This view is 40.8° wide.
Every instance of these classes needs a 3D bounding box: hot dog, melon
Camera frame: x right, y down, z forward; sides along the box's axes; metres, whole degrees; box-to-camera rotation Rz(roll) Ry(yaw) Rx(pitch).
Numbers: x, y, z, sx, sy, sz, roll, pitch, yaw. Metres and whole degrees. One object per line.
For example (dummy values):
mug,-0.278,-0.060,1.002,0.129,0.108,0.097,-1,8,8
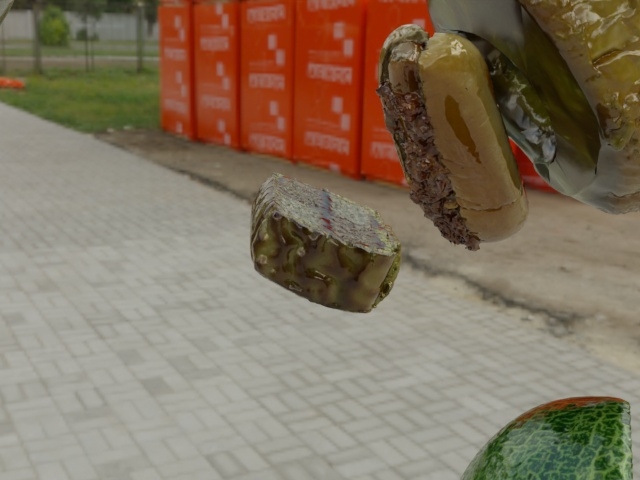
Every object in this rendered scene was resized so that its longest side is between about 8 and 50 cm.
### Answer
hot dog,0.102,-0.062,0.667,0.102,0.076,0.249,22,-21,31
melon,0.135,0.180,0.550,0.129,0.169,0.265,2,-12,18

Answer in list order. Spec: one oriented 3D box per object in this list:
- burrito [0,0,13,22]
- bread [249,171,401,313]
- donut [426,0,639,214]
burrito,-0.389,-0.254,0.907,0.139,0.101,0.445,-39,21,-11
bread,0.000,0.000,1.060,0.181,0.096,0.222,20,16,-11
donut,0.199,-0.155,0.699,0.160,0.330,0.330,-43,6,6
